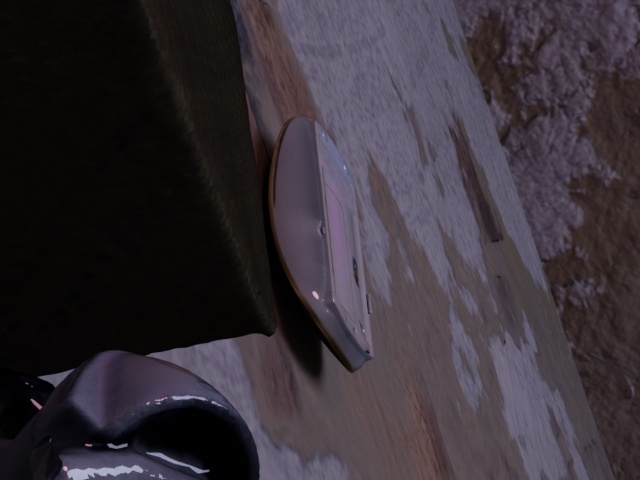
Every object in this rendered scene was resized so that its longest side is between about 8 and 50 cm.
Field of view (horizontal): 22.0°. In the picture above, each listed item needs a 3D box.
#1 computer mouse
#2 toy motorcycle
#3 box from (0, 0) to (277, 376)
[{"bbox_3d":[-0.002,0.001,1.147,0.102,0.045,0.199,56,21,-47],"label":"computer mouse"},{"bbox_3d":[-0.079,0.140,0.495,0.106,0.159,0.270,29,37,-37],"label":"toy motorcycle"},{"bbox_3d":[-0.115,-0.089,0.575,0.273,0.143,0.184,72,7,-56],"label":"box"}]
